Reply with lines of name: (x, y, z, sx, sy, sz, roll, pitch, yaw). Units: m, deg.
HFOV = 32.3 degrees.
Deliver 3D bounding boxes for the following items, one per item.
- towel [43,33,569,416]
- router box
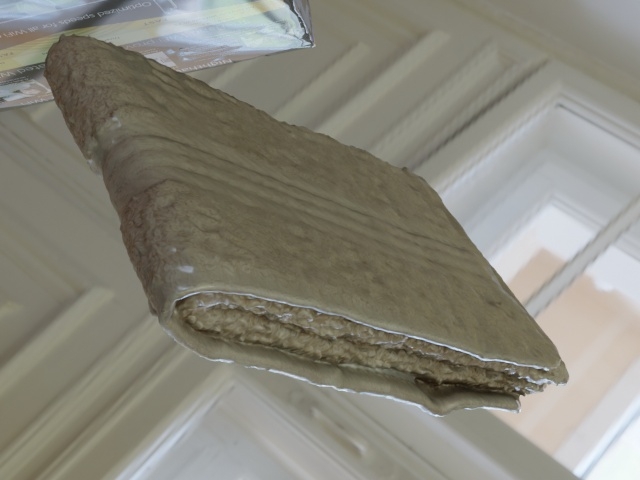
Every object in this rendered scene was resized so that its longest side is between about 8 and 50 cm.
towel: (0.000, 0.000, 0.558, 0.282, 0.187, 0.049, 19, 117, -44)
router box: (-0.172, -0.174, 0.768, 0.309, 0.081, 0.243, -11, 172, 6)
